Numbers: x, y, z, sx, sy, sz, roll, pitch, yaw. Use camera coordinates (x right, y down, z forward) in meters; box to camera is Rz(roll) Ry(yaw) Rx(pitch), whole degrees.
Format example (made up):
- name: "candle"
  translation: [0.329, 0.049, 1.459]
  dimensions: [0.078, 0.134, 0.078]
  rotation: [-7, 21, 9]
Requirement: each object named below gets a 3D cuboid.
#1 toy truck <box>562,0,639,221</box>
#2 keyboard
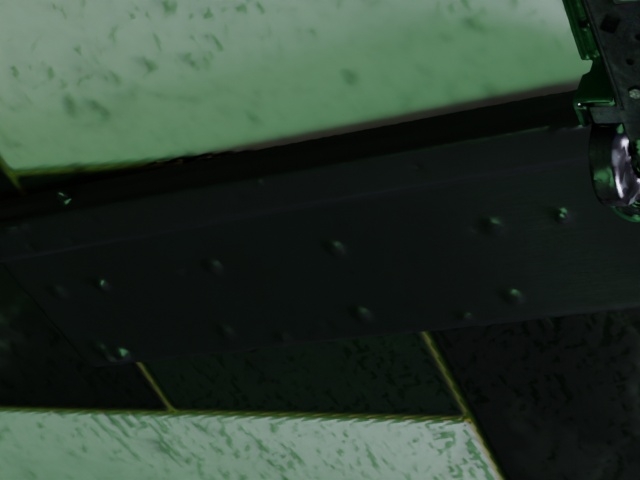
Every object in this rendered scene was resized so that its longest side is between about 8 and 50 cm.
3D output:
- name: "toy truck"
  translation: [0.090, -0.074, 0.428]
  dimensions: [0.065, 0.079, 0.147]
  rotation: [-1, 134, 28]
- name: "keyboard"
  translation: [0.000, 0.000, 0.614]
  dimensions: [0.310, 0.018, 0.101]
  rotation: [-9, 132, 36]
